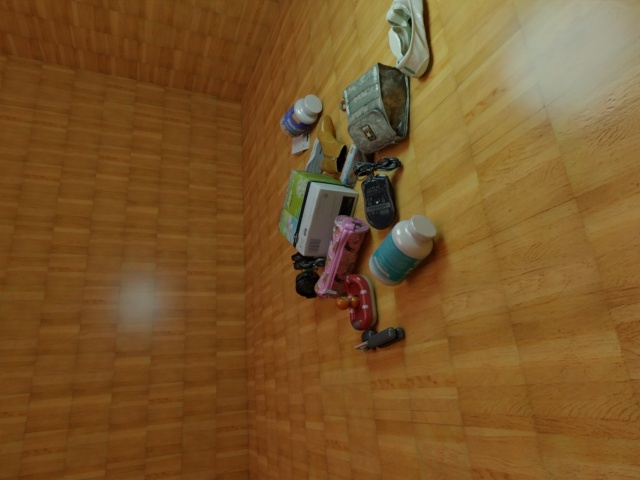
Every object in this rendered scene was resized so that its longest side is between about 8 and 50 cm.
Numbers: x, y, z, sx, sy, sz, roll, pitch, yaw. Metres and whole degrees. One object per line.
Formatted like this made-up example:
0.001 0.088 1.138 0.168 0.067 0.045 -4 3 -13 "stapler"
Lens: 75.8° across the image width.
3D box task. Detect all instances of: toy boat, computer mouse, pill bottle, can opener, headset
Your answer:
0.133 0.252 1.687 0.151 0.151 0.231 141 129 -58 "toy boat"
0.233 -0.176 1.590 0.188 0.072 0.272 -6 86 23 "computer mouse"
-0.108 -0.716 2.359 0.272 0.152 0.152 -26 63 55 "pill bottle"
0.216 0.373 1.579 0.280 0.074 0.093 137 132 -57 "can opener"
-0.044 0.154 2.059 0.394 0.185 0.244 68 -168 -74 "headset"
0.281 0.031 1.395 0.264 0.146 0.146 121 144 -46 "pill bottle"

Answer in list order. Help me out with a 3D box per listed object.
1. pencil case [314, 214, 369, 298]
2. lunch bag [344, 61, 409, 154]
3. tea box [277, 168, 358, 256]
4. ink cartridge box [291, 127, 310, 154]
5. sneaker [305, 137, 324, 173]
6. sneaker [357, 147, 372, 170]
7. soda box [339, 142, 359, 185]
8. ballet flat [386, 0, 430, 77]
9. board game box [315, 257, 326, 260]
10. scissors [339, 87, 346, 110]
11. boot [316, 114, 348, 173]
0.091 0.077 1.803 0.167 0.160 0.386 -124 44 -55 "pencil case"
0.219 -0.494 1.600 0.235 0.168 0.287 -10 85 62 "lunch bag"
-0.023 -0.133 1.973 0.323 0.219 0.329 41 121 54 "tea box"
-0.108 -0.612 2.523 0.179 0.045 0.146 -4 82 48 "ink cartridge box"
-0.013 -0.452 2.226 0.091 0.094 0.258 -88 21 -54 "sneaker"
0.200 -0.375 1.749 0.066 0.071 0.189 -143 37 -71 "sneaker"
0.148 -0.342 1.859 0.063 0.058 0.183 -117 38 -49 "soda box"
0.304 -0.774 1.487 0.139 0.139 0.401 142 128 -59 "ballet flat"
0.000 0.000 2.169 0.124 0.039 0.260 140 132 -59 "board game box"
0.163 -0.661 1.928 0.297 0.021 0.109 38 118 61 "scissors"
0.070 -0.476 2.026 0.211 0.104 0.295 18 108 60 "boot"
